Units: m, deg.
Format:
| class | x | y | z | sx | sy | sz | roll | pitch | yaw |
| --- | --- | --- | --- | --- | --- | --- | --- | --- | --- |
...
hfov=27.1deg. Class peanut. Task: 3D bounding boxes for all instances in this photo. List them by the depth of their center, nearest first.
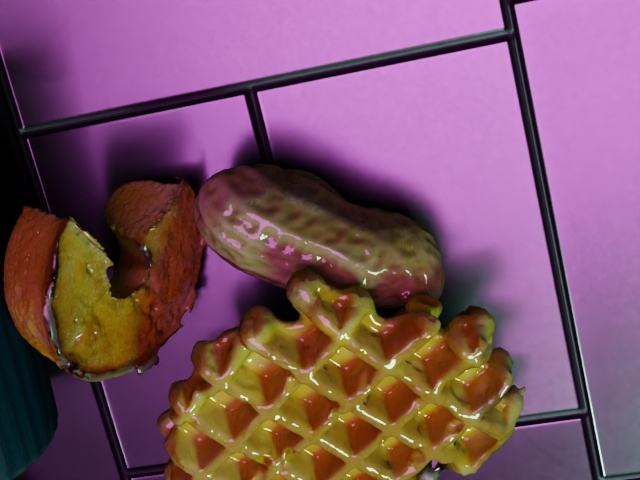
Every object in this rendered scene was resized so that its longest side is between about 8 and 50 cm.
| class | x | y | z | sx | sy | sz | roll | pitch | yaw |
| --- | --- | --- | --- | --- | --- | --- | --- | --- | --- |
| peanut | 0.000 | 0.000 | 0.980 | 0.194 | 0.093 | 0.083 | 19 | 110 | -10 |

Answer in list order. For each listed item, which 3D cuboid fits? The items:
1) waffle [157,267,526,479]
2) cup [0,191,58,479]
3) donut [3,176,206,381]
| class | x | y | z | sx | sy | sz | roll | pitch | yaw |
| --- | --- | --- | --- | --- | --- | --- | --- | --- | --- |
| waffle | 0.016 | 0.151 | 1.003 | 0.283 | 0.065 | 0.309 | -6 | 130 | 2 |
| cup | -0.366 | 0.047 | 0.983 | 0.308 | 0.242 | 0.292 | -10 | 109 | 11 |
| donut | -0.160 | 0.030 | 0.978 | 0.078 | 0.181 | 0.146 | 14 | 112 | 27 |
